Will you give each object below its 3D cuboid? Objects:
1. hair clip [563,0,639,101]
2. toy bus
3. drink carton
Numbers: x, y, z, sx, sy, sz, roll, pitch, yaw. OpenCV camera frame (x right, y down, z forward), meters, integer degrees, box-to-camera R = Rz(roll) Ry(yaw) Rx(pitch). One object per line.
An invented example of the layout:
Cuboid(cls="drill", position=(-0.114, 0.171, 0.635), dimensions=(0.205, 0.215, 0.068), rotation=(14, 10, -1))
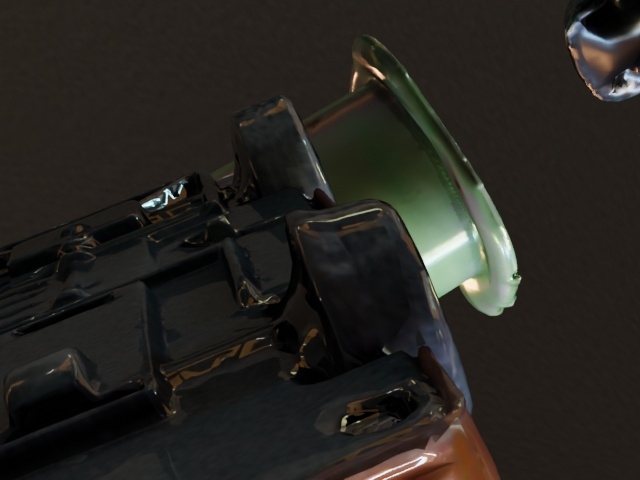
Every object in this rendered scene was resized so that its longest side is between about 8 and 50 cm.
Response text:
Cuboid(cls="hair clip", position=(0.299, -0.164, 1.004), dimensions=(0.310, 0.206, 0.194), rotation=(-22, -124, -15))
Cuboid(cls="toy bus", position=(-0.046, 0.103, 0.563), dimensions=(0.203, 0.427, 0.233), rotation=(-21, -79, -2))
Cuboid(cls="drink carton", position=(0.000, 0.000, 0.854), dimensions=(0.142, 0.144, 0.146), rotation=(-29, -104, -7))
